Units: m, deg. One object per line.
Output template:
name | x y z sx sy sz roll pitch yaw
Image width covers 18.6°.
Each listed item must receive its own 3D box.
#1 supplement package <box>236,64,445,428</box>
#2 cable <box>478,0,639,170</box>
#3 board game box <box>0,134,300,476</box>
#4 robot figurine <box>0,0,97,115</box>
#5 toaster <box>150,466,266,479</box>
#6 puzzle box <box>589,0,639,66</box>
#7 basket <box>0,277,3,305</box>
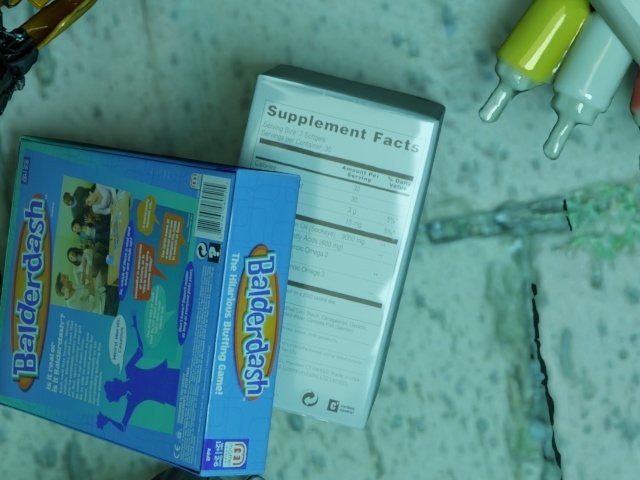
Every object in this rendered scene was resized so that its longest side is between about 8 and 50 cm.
supplement package | 0.000 0.000 1.108 0.105 0.105 0.179 14 99 4
cable | 0.195 -0.175 1.082 0.139 0.072 0.287 19 99 2
board game box | -0.102 0.030 1.076 0.047 0.210 0.160 4 95 -41
robot figurine | -0.210 -0.160 1.026 0.211 0.085 0.291 44 57 1
toaster | -0.101 0.235 1.131 0.129 0.146 0.227 38 99 -1
puzzle box | 0.210 -0.262 1.044 0.272 0.052 0.409 -38 95 -7
basket | -0.360 -0.012 1.142 0.299 0.223 0.213 -16 64 7
